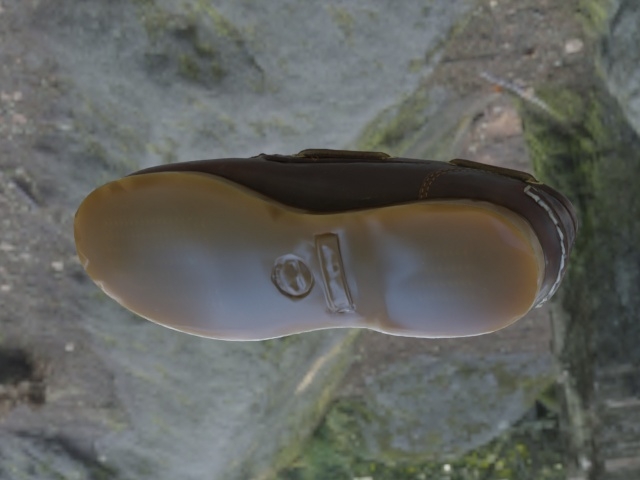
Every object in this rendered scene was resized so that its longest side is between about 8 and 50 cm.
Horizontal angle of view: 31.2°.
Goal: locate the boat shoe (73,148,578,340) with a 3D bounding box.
[{"bbox_3d":[0.000,0.000,0.469,0.207,0.073,0.073,6,-157,24],"label":"boat shoe"}]
